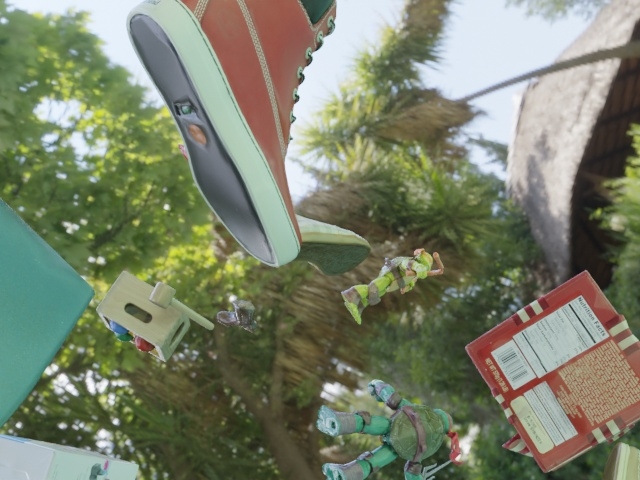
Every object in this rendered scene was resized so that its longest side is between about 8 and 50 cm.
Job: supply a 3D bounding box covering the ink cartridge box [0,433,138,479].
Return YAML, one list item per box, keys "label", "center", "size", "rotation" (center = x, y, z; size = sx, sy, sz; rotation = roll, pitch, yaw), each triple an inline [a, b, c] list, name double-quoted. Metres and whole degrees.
- label: "ink cartridge box"
  center: [-0.285, 0.268, 0.921]
  size: [0.181, 0.104, 0.062]
  rotation: [40, -120, -58]

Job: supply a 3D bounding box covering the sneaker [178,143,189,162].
- label: "sneaker"
  center: [-0.192, -0.150, 1.271]
  size: [0.042, 0.067, 0.118]
  rotation: [-24, -23, -23]

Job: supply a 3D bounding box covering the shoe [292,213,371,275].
- label: "shoe"
  center: [0.000, 0.000, 1.097]
  size: [0.076, 0.058, 0.219]
  rotation: [-40, -25, 19]

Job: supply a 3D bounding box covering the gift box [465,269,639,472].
- label: "gift box"
  center: [0.375, 0.215, 1.291]
  size: [0.276, 0.255, 0.258]
  rotation: [-30, -21, 12]

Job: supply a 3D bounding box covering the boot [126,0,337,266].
- label: "boot"
  center: [-0.030, -0.113, 0.661]
  size: [0.176, 0.088, 0.244]
  rotation: [-40, -54, -29]

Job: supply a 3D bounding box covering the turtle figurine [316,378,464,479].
- label: "turtle figurine"
  center: [0.110, 0.279, 1.171]
  size: [0.234, 0.175, 0.118]
  rotation: [-3, -25, -35]

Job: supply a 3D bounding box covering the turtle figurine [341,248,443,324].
- label: "turtle figurine"
  center: [0.148, 0.077, 1.650]
  size: [0.217, 0.087, 0.269]
  rotation: [-31, -7, -5]

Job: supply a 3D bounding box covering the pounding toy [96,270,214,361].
- label: "pounding toy"
  center: [-0.278, 0.138, 1.361]
  size: [0.094, 0.181, 0.206]
  rotation: [-59, -5, -20]

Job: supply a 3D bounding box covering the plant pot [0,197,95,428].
- label: "plant pot"
  center: [-0.306, 0.089, 0.566]
  size: [0.166, 0.165, 0.234]
  rotation: [51, -152, -27]

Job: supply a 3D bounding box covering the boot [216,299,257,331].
- label: "boot"
  center: [-0.193, 0.161, 1.827]
  size: [0.114, 0.106, 0.037]
  rotation: [84, -158, -61]

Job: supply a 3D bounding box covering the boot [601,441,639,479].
- label: "boot"
  center: [0.388, 0.332, 0.871]
  size: [0.077, 0.165, 0.213]
  rotation: [66, -151, -65]
